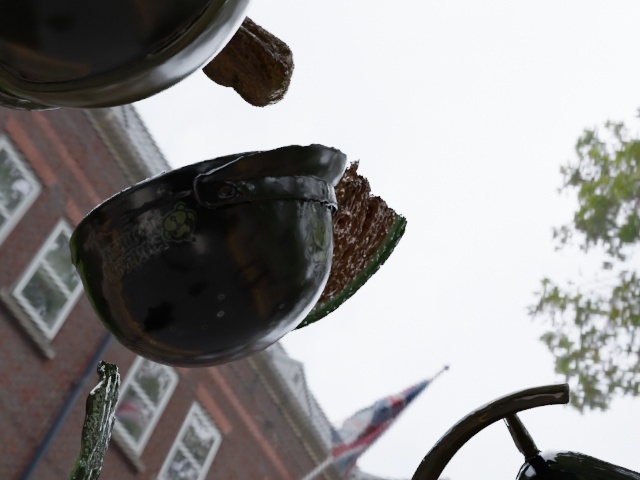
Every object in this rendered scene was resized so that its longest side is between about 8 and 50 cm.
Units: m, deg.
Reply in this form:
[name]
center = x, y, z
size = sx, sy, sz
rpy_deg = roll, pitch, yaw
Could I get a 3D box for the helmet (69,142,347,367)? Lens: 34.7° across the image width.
[helmet]
center = -0.087, 0.029, 0.941
size = 0.279, 0.160, 0.230
rpy_deg = -21, -17, 22

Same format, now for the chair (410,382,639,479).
[chair]
center = 0.171, 0.228, 0.674
size = 0.166, 0.188, 0.272
rpy_deg = 15, -23, 34

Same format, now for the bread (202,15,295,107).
[bread]
center = -0.178, -0.300, 1.335
size = 0.344, 0.084, 0.124
rpy_deg = 35, -35, -2

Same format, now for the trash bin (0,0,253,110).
[trash bin]
center = -0.174, -0.202, 0.541
size = 0.334, 0.214, 0.214
rpy_deg = 37, -40, 22

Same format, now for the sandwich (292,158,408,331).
[sandwich]
center = -0.007, 0.008, 1.132
size = 0.079, 0.235, 0.159
rpy_deg = 28, -27, 30

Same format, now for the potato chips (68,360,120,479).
[potato chips]
center = -0.192, 0.190, 0.808
size = 0.028, 0.207, 0.092
rpy_deg = 11, -31, 3
